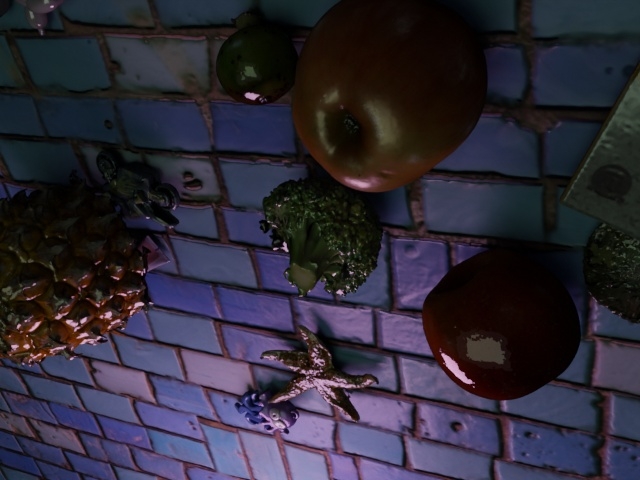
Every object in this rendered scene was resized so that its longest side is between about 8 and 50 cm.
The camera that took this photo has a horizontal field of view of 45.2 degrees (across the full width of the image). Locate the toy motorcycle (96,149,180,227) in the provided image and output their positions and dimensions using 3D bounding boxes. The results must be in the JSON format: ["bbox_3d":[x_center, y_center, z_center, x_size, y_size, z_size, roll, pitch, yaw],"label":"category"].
[{"bbox_3d":[-0.340,-0.083,1.422,0.193,0.061,0.124,28,128,15],"label":"toy motorcycle"}]

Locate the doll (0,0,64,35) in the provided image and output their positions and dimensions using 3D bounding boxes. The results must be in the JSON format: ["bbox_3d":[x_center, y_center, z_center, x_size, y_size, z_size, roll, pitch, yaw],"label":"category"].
[{"bbox_3d":[-0.506,-0.408,1.255,0.161,0.059,0.160,41,139,-18],"label":"doll"}]

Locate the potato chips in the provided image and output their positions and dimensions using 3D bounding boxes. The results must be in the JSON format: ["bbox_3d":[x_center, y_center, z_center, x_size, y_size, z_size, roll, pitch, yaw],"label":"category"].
[{"bbox_3d":[0.469,0.036,1.084,0.202,0.029,0.220,-10,120,36],"label":"potato chips"}]

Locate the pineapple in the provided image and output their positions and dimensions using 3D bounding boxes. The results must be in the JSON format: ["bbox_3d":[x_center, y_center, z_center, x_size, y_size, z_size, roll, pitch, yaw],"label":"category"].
[{"bbox_3d":[-0.514,0.063,1.432,0.352,0.300,0.352,27,128,41],"label":"pineapple"}]

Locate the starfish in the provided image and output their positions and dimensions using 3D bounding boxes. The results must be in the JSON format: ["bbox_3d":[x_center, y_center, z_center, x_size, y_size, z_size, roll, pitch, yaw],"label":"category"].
[{"bbox_3d":[-0.009,0.264,1.514,0.277,0.062,0.235,-16,115,39],"label":"starfish"}]

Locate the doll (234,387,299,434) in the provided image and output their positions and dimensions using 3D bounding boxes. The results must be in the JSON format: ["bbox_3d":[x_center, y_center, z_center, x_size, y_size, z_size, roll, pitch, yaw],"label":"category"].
[{"bbox_3d":[-0.117,0.369,1.659,0.206,0.067,0.110,-9,111,47],"label":"doll"}]

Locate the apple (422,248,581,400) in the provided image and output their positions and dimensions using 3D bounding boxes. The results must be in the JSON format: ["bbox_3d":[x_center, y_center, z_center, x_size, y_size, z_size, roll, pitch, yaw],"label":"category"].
[{"bbox_3d":[0.267,0.126,1.143,0.218,0.218,0.201,-30,100,42],"label":"apple"}]

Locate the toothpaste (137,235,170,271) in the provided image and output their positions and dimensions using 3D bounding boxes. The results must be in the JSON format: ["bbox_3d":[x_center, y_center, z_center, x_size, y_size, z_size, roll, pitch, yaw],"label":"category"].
[{"bbox_3d":[-0.387,0.051,1.575,0.194,0.043,0.067,-28,107,36],"label":"toothpaste"}]

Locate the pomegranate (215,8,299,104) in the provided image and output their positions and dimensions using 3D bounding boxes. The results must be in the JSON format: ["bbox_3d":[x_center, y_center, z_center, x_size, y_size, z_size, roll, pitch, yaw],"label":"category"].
[{"bbox_3d":[-0.089,-0.258,1.113,0.130,0.130,0.130,15,131,18],"label":"pomegranate"}]

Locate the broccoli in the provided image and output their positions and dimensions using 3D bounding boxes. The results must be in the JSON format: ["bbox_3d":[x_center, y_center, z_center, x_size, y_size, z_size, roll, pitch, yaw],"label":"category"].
[{"bbox_3d":[0.001,-0.001,1.221,0.198,0.176,0.226,24,119,17],"label":"broccoli"}]

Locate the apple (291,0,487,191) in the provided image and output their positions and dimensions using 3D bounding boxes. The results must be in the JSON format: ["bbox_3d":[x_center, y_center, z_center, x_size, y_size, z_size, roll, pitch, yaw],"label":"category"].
[{"bbox_3d":[0.080,-0.190,0.974,0.242,0.241,0.242,17,135,18],"label":"apple"}]

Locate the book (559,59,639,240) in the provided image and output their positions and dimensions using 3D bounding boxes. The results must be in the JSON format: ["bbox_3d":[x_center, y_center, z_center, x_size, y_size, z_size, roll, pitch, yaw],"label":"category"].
[{"bbox_3d":[0.489,-0.137,0.908,0.269,0.032,0.389,26,129,10],"label":"book"}]
